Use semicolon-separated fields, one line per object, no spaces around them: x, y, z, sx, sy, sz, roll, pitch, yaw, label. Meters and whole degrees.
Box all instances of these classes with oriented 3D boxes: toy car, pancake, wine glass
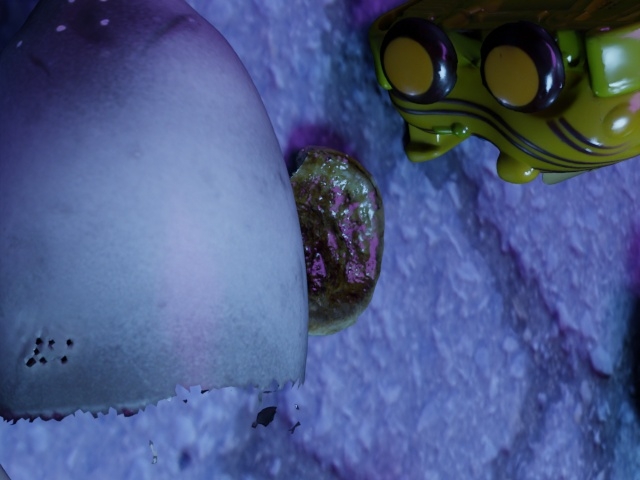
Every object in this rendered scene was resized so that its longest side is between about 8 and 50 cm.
0.156;-0.111;1.005;0.200;0.248;0.142;-31;119;-38;toy car
0.003;0.002;0.989;0.116;0.022;0.129;22;74;-40;pancake
-0.108;-0.067;0.779;0.190;0.190;0.357;-5;87;-44;wine glass

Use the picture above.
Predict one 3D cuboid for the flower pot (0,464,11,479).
-0.227;0.150;0.604;0.209;0.239;0.189;-87;151;-69;flower pot
